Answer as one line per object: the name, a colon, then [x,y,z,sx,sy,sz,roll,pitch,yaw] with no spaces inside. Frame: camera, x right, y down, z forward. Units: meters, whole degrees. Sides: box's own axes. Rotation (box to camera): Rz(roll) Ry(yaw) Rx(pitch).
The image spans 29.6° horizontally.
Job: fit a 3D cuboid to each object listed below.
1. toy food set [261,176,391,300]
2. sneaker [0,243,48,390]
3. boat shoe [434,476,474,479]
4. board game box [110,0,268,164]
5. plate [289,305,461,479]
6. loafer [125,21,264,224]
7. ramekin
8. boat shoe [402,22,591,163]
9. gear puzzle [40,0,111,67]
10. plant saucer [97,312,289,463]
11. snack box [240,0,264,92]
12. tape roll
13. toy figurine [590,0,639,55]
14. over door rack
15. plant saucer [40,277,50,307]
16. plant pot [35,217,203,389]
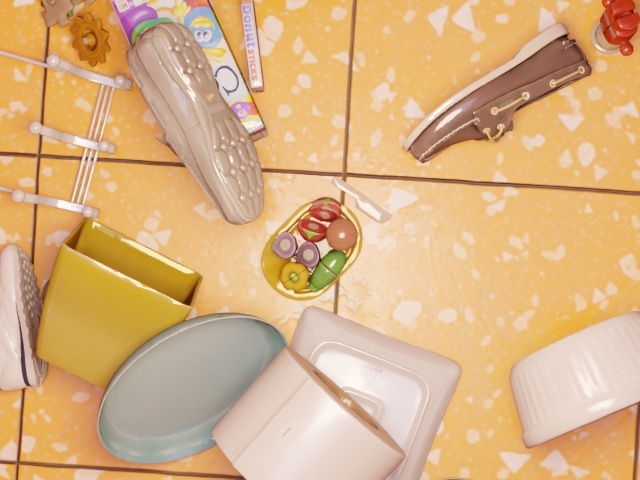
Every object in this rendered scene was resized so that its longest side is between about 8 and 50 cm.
toy food set: [0.000,0.000,1.935,0.128,0.071,0.218,43,89,2]
sneaker: [-0.499,0.123,1.936,0.094,0.090,0.235,-6,87,10]
boat shoe: [0.265,0.432,1.924,0.206,0.065,0.075,21,89,1]
board game box: [-0.203,-0.269,1.909,0.142,0.144,0.275,-24,89,0]
plate: [0.054,0.279,1.941,0.277,0.045,0.278,21,89,2]
loafer: [-0.185,-0.164,1.792,0.111,0.112,0.319,-25,90,36]
ramekin: [0.410,0.207,1.837,0.272,0.273,0.127,-24,76,0]
boat shoe: [0.280,-0.215,1.918,0.324,0.116,0.097,-35,85,-6]
gear puzzle: [-0.405,-0.439,1.931,0.175,0.044,0.339,-26,88,42]
plant saucer: [-0.196,0.218,1.846,0.317,0.317,0.044,-35,54,0]
snack box: [-0.111,-0.330,1.949,0.022,0.064,0.178,-7,88,1]
tape roll: [-0.017,0.299,1.798,0.246,0.246,0.169,42,89,2]
toy figurine: [0.551,-0.364,1.907,0.213,0.148,0.210,23,83,3]
over door rack: [-0.486,-0.184,1.930,0.324,0.108,0.240,14,88,1]
plant saucer: [-0.411,0.093,1.966,0.083,0.015,0.083,0,88,0]
plant pot: [-0.324,0.111,1.869,0.212,0.212,0.187,27,99,-6]
